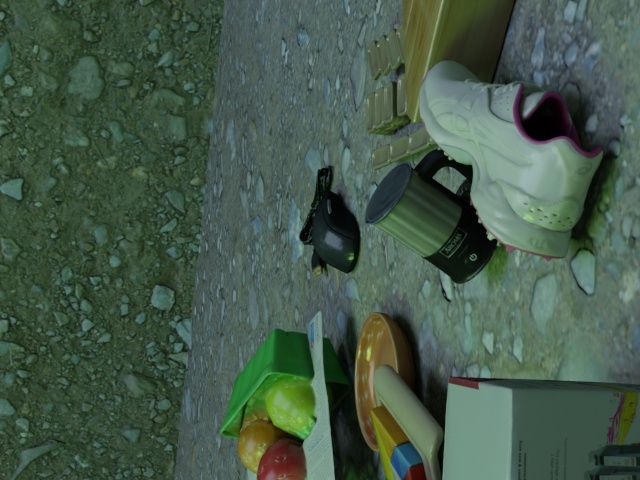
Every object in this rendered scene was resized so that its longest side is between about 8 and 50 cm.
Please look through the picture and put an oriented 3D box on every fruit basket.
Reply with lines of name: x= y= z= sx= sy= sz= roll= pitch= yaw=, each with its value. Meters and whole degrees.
fruit basket: x=-0.045 y=0.344 z=1.753 sx=0.327 sy=0.165 sz=0.353 roll=-54 pitch=38 yaw=44

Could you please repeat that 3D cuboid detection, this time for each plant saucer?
plant saucer: x=0.094 y=0.203 z=1.524 sx=0.200 sy=0.037 sz=0.200 roll=-179 pitch=90 yaw=-75

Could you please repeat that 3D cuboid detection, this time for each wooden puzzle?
wooden puzzle: x=0.113 y=0.305 z=1.340 sx=0.221 sy=0.044 sz=0.239 roll=-131 pitch=32 yaw=-68

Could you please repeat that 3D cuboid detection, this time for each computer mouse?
computer mouse: x=0.000 y=0.000 z=1.850 sx=0.262 sy=0.060 sz=0.184 roll=-110 pitch=27 yaw=-55

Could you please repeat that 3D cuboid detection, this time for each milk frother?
milk frother: x=0.130 y=-0.040 z=1.230 sx=0.129 sy=0.134 sz=0.143 roll=-58 pitch=18 yaw=-5

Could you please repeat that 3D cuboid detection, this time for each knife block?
knife block: x=0.172 y=-0.292 z=1.194 sx=0.242 sy=0.088 sz=0.276 roll=140 pitch=130 yaw=-71

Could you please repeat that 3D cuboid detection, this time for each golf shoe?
golf shoe: x=0.196 y=-0.116 z=1.085 sx=0.140 sy=0.115 sz=0.306 roll=-65 pitch=32 yaw=32

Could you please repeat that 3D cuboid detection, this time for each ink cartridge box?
ink cartridge box: x=0.205 y=0.179 z=0.857 sx=0.128 sy=0.176 sz=0.127 roll=168 pitch=106 yaw=-74

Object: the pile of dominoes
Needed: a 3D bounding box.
pile of dominoes: x=0.133 y=-0.211 z=1.472 sx=0.251 sy=0.040 sz=0.196 roll=163 pitch=109 yaw=-65
